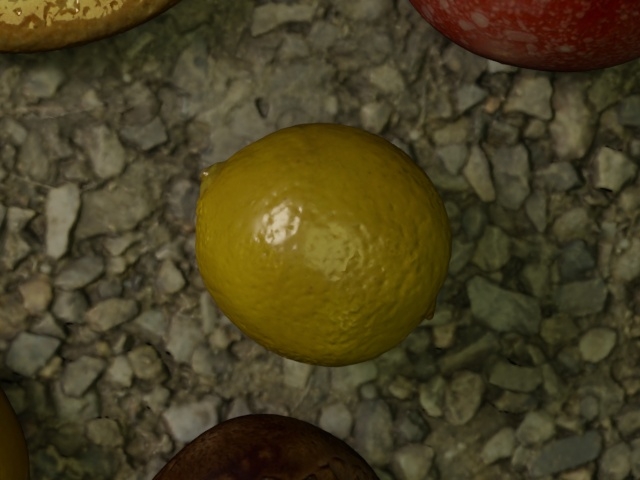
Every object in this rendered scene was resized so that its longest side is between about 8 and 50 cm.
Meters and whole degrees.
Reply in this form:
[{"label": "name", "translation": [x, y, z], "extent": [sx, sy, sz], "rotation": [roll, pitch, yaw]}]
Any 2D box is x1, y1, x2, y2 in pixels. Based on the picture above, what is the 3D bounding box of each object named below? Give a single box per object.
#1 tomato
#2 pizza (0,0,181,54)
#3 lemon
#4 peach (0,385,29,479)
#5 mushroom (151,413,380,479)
[{"label": "tomato", "translation": [0.162, -0.248, 1.053], "extent": [0.270, 0.227, 0.270], "rotation": [5, 74, -17]}, {"label": "pizza", "translation": [-0.233, -0.249, 1.058], "extent": [0.290, 0.081, 0.228], "rotation": [-3, 104, -10]}, {"label": "lemon", "translation": [0.000, 0.000, 1.084], "extent": [0.203, 0.178, 0.178], "rotation": [32, 91, -10]}, {"label": "peach", "translation": [-0.336, 0.170, 1.066], "extent": [0.251, 0.153, 0.251], "rotation": [0, 88, -12]}, {"label": "mushroom", "translation": [-0.059, 0.277, 1.115], "extent": [0.278, 0.163, 0.297], "rotation": [12, 97, -11]}]
